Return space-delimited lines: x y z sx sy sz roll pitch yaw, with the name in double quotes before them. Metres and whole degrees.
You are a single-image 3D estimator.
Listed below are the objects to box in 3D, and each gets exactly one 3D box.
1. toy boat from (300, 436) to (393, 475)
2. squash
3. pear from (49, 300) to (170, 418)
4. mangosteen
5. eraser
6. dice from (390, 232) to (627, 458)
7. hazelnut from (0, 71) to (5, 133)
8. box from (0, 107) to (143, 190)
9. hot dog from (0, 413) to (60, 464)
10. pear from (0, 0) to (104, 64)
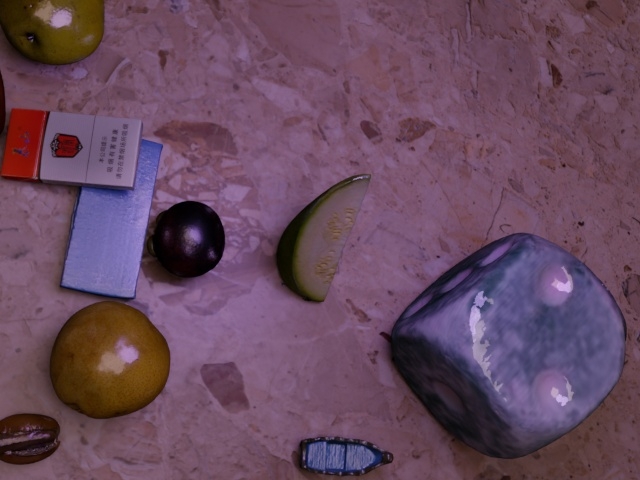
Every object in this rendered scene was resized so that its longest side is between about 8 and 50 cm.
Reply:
"toy boat" 0.048 0.422 1.894 0.186 0.077 0.075 9 77 -18
"squash" 0.000 0.000 1.841 0.111 0.289 0.203 2 79 -21
"pear" -0.374 0.217 1.709 0.209 0.209 0.208 4 79 -19
"mangosteen" -0.257 -0.002 1.837 0.153 0.152 0.152 4 79 -19
"eraser" -0.396 -0.048 1.840 0.144 0.043 0.311 12 76 -17
"dice" 0.370 0.201 1.914 0.348 0.328 0.330 -39 95 -22
"hazelnut" -0.709 -0.239 1.606 0.366 0.366 0.365 4 79 -19
"box" -0.461 -0.170 1.808 0.245 0.035 0.139 6 77 -2
"hot dog" -0.531 0.350 1.712 0.140 0.060 0.089 4 74 -15
"pear" -0.499 -0.417 1.803 0.198 0.198 0.198 4 79 -19
